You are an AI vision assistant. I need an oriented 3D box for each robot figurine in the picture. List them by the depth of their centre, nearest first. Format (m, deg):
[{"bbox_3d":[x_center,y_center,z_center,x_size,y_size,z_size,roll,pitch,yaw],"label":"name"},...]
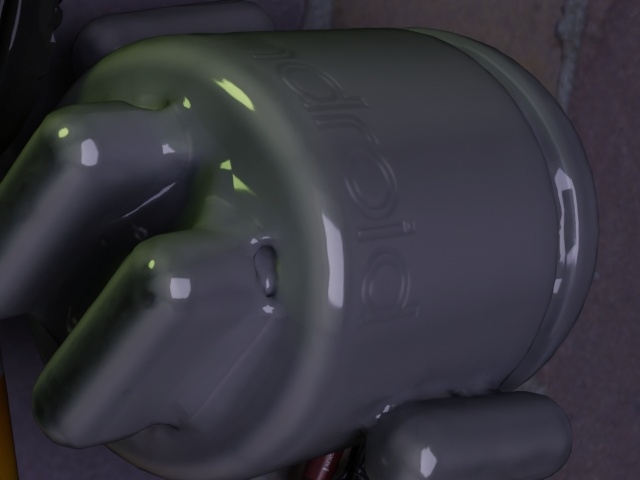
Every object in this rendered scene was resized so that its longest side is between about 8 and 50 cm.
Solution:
[{"bbox_3d":[0.000,0.000,0.878,0.353,0.200,0.300,-10,61,-51],"label":"robot figurine"}]

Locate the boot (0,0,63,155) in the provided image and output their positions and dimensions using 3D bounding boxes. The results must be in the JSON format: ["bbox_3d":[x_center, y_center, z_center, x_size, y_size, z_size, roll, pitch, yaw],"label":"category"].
[{"bbox_3d":[-0.250,-0.201,0.773,0.260,0.131,0.348,-3,93,-34],"label":"boot"}]

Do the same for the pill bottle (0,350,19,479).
[{"bbox_3d":[-0.207,0.106,0.835,0.136,0.136,0.245,-13,103,-30],"label":"pill bottle"}]

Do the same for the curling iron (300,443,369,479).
[{"bbox_3d":[0.041,0.038,1.046,0.068,0.035,0.274,24,78,-53],"label":"curling iron"}]
